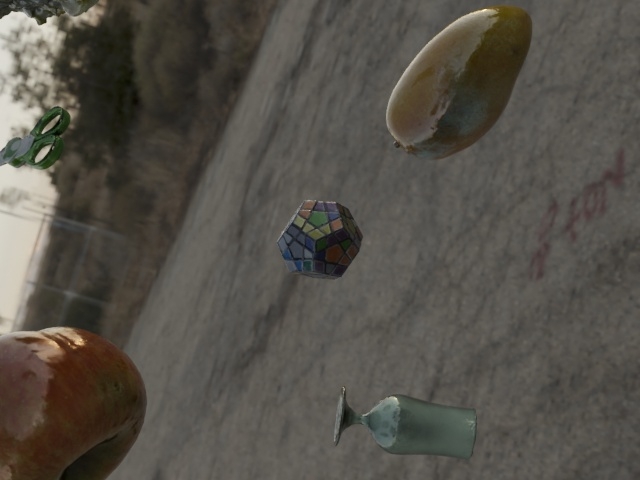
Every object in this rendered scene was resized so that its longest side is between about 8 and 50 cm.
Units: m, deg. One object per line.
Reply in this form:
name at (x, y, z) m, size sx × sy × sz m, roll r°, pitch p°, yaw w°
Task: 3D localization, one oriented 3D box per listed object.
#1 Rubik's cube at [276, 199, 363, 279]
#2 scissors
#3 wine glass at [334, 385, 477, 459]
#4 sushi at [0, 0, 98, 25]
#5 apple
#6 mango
Rubik's cube at (0.000, 0.000, 1.260) m, size 0.093 × 0.111 × 0.111 m, roll -22°, pitch -37°, yaw -47°
scissors at (-0.452, -0.131, 1.485) m, size 0.204 × 0.027 × 0.101 m, roll -17°, pitch 52°, yaw 33°
wine glass at (0.143, 0.312, 1.685) m, size 0.103 × 0.231 × 0.103 m, roll -172°, pitch 90°, yaw -87°
sushi at (-0.553, -0.534, 1.755) m, size 0.396 × 0.351 × 0.240 m, roll -6°, pitch 84°, yaw 58°
apple at (-0.403, 0.242, 1.367) m, size 0.309 × 0.250 × 0.277 m, roll -41°, pitch -23°, yaw -16°
mango at (0.291, -0.324, 2.054) m, size 0.384 × 0.221 × 0.199 m, roll -47°, pitch 16°, yaw 15°
